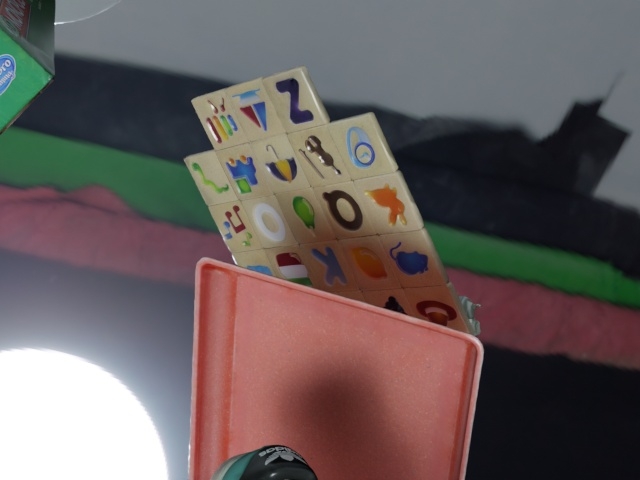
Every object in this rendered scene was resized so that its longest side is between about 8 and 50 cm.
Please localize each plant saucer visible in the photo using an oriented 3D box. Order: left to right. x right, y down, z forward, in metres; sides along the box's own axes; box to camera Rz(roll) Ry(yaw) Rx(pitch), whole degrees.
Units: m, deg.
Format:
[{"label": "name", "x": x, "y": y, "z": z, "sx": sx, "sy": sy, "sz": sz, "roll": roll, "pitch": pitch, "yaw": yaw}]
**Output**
[{"label": "plant saucer", "x": 0.010, "y": 0.154, "z": 1.005, "sx": 0.258, "sy": 0.259, "sz": 0.048, "roll": 15, "pitch": -155, "yaw": 23}]

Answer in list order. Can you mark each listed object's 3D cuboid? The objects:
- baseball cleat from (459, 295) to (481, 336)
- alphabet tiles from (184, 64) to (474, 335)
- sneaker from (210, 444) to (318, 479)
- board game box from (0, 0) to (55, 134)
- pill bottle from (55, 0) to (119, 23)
[{"label": "baseball cleat", "x": 0.118, "y": 0.159, "z": 1.316, "sx": 0.109, "sy": 0.206, "sz": 0.072, "roll": -1, "pitch": 156, "yaw": 28}, {"label": "alphabet tiles", "x": 0.000, "y": 0.000, "z": 1.153, "sx": 0.285, "sy": 0.342, "sz": 0.011, "roll": -8, "pitch": -157, "yaw": 49}, {"label": "sneaker", "x": -0.044, "y": 0.296, "z": 0.830, "sx": 0.108, "sy": 0.121, "sz": 0.302, "roll": 4, "pitch": -105, "yaw": -15}, {"label": "board game box", "x": -0.219, "y": -0.055, "z": 0.586, "sx": 0.046, "sy": 0.213, "sz": 0.317, "roll": 44, "pitch": -174, "yaw": -23}, {"label": "pill bottle", "x": -0.243, "y": -0.311, "z": 0.901, "sx": 0.161, "sy": 0.161, "sz": 0.283, "roll": -7, "pitch": -128, "yaw": -44}]
